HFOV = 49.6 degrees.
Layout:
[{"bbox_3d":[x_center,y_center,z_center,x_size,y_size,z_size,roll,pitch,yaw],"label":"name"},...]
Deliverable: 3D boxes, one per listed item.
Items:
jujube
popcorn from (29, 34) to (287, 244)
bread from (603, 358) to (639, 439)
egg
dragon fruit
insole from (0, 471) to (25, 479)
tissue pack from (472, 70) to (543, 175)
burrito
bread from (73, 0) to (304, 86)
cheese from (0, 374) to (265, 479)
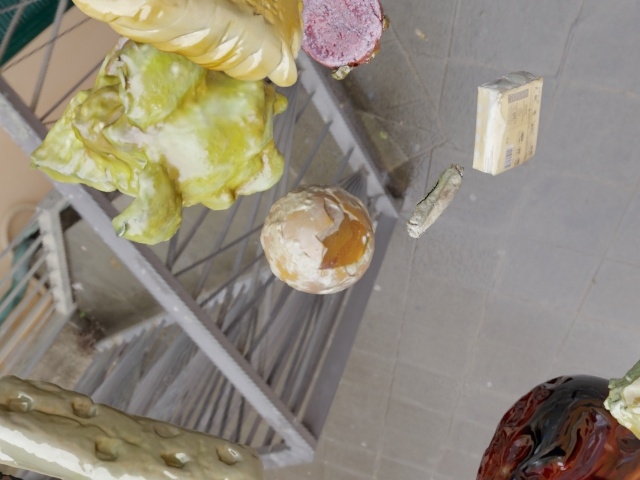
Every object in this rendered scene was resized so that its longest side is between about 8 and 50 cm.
[{"bbox_3d":[0.252,0.237,0.712,0.168,0.237,0.168,25,126,41],"label":"jujube"},{"bbox_3d":[-0.208,-0.135,0.965,0.290,0.325,0.321,19,141,-36],"label":"popcorn"},{"bbox_3d":[0.330,0.162,0.467,0.269,0.098,0.087,39,131,18],"label":"bread"},{"bbox_3d":[0.000,0.000,1.193,0.195,0.194,0.233,-3,154,29],"label":"egg"},{"bbox_3d":[0.051,-0.504,1.557,0.211,0.147,0.281,-1,101,3],"label":"dragon fruit"},{"bbox_3d":[-0.221,0.167,0.368,0.012,0.110,0.309,-20,137,31],"label":"insole"},{"bbox_3d":[0.458,-0.290,1.694,0.090,0.186,0.222,25,131,42],"label":"tissue pack"},{"bbox_3d":[0.240,-0.087,1.430,0.045,0.188,0.058,31,164,39],"label":"burrito"},{"bbox_3d":[-0.141,-0.277,0.733,0.121,0.172,0.311,-2,173,37],"label":"bread"},{"bbox_3d":[-0.129,0.142,0.462,0.194,0.065,0.043,23,106,-13],"label":"cheese"}]
